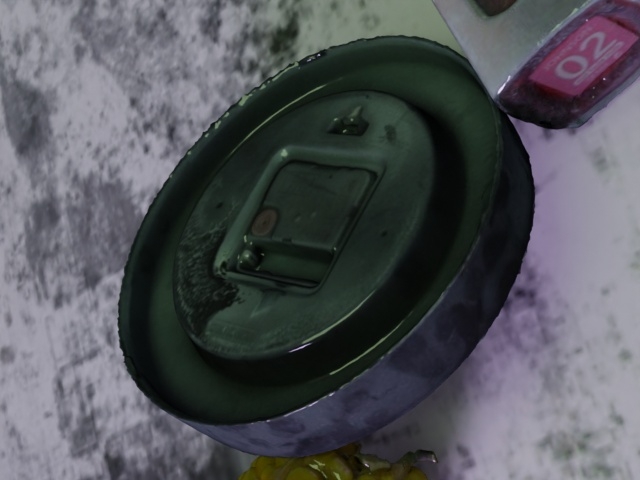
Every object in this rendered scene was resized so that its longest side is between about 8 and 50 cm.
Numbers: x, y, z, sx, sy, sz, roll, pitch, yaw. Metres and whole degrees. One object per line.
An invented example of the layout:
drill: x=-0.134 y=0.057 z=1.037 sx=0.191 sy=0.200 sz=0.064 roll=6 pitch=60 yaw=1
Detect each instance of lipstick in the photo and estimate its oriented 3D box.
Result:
lipstick: x=0.067 y=-0.172 z=0.688 sx=0.079 sy=0.077 sz=0.253 roll=-43 pitch=57 yaw=28

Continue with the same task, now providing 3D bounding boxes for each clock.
clock: x=0.000 y=0.000 z=0.687 sx=0.215 sy=0.042 sz=0.215 roll=-24 pitch=44 yaw=25

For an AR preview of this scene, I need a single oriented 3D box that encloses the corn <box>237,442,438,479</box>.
corn: x=-0.036 y=0.214 z=0.703 sx=0.101 sy=0.101 sz=0.310 roll=38 pitch=109 yaw=38
